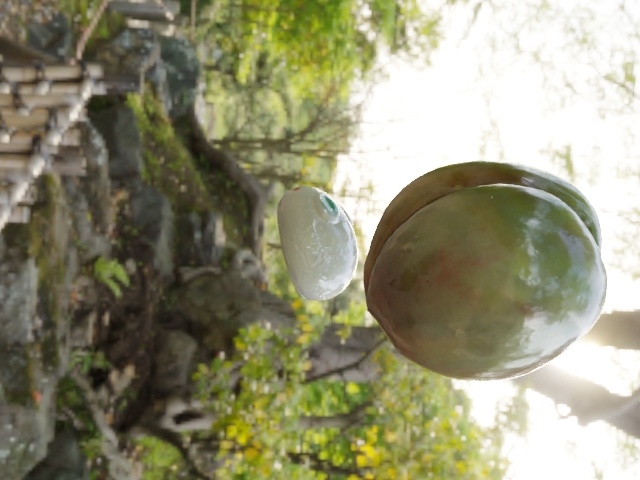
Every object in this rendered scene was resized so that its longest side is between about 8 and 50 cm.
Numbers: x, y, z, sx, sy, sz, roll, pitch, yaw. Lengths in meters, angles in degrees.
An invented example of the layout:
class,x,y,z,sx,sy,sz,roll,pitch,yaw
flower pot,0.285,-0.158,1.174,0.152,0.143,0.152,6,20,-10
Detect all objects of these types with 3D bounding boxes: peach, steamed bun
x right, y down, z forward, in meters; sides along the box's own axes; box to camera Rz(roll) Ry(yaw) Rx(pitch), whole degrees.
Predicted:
class,x,y,z,sx,sy,sz,roll,pitch,yaw
peach,0.194,0.037,1.153,0.247,0.292,0.292,52,16,-27
steamed bun,0.000,0.000,1.884,0.177,0.131,0.228,35,41,-68
